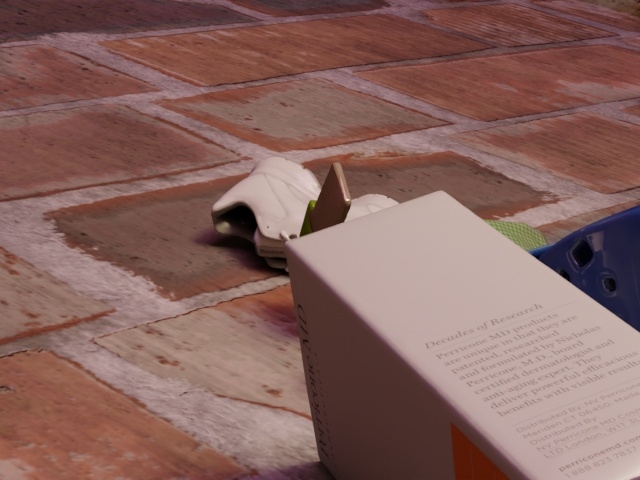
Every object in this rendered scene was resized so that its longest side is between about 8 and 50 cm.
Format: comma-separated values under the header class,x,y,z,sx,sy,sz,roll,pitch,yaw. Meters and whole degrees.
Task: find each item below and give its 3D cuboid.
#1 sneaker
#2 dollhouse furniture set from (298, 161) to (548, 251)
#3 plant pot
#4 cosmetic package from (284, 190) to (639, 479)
class,x,y,z,sx,sy,sz,roll,pitch,yaw
sneaker,0.000,0.000,1.894,0.297,0.111,0.129,20,39,37
dollhouse furniture set,0.152,0.016,1.699,0.301,0.151,0.197,2,46,-20
plant pot,0.308,0.083,1.511,0.236,0.236,0.212,-12,-3,-44
cosmetic package,0.139,0.155,1.234,0.161,0.230,0.453,-17,26,-17
